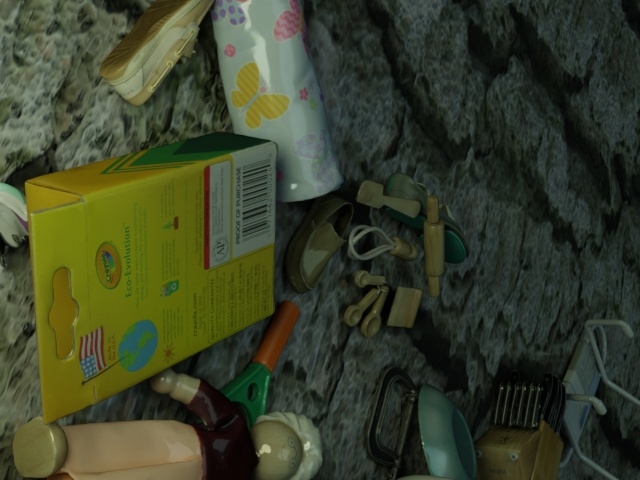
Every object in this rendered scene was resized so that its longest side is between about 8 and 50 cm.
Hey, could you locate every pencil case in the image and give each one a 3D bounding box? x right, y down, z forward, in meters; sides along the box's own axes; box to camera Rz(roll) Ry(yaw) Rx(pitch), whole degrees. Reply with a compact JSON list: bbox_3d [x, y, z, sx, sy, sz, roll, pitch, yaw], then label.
[{"bbox_3d":[-0.051,-0.174,1.104,0.124,0.114,0.273,-41,121,-62],"label":"pencil case"}]

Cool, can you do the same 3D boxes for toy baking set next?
[{"bbox_3d":[0.106,0.024,1.304,0.197,0.030,0.256,-26,125,-41],"label":"toy baking set"}]

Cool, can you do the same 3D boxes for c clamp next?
[{"bbox_3d":[0.109,0.264,1.368,0.137,0.022,0.160,29,67,-43],"label":"c clamp"}]

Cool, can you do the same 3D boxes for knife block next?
[{"bbox_3d":[0.356,0.367,1.625,0.242,0.088,0.275,-20,103,-51],"label":"knife block"}]

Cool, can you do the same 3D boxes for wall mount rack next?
[{"bbox_3d":[0.567,0.333,1.871,0.350,0.131,0.304,-55,129,-38],"label":"wall mount rack"}]

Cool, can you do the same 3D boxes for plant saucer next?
[{"bbox_3d":[0.194,0.301,1.402,0.195,0.037,0.194,-18,90,-72],"label":"plant saucer"}]

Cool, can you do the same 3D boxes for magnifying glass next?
[{"bbox_3d":[-0.080,0.170,1.122,0.092,0.026,0.231,53,51,-36],"label":"magnifying glass"}]

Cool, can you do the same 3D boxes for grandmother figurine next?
[{"bbox_3d":[-0.132,0.232,0.964,0.342,0.104,0.207,1,96,-45],"label":"grandmother figurine"}]

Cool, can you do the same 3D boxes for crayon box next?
[{"bbox_3d":[-0.169,0.020,0.926,0.318,0.081,0.202,-23,121,-52],"label":"crayon box"}]

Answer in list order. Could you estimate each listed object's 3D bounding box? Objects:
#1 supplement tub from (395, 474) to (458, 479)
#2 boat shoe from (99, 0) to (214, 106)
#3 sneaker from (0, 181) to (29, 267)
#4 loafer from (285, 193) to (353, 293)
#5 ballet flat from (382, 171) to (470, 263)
[{"bbox_3d":[0.145,0.493,1.222,0.235,0.235,0.324,50,51,-39],"label":"supplement tub"},{"bbox_3d":[-0.162,-0.208,1.006,0.170,0.063,0.059,-54,132,-27],"label":"boat shoe"},{"bbox_3d":[-0.272,-0.006,0.871,0.098,0.038,0.069,27,72,-44],"label":"sneaker"},{"bbox_3d":[0.000,0.000,1.211,0.056,0.050,0.148,44,54,-42],"label":"loafer"},{"bbox_3d":[0.163,-0.036,1.412,0.213,0.072,0.068,36,56,-45],"label":"ballet flat"}]
